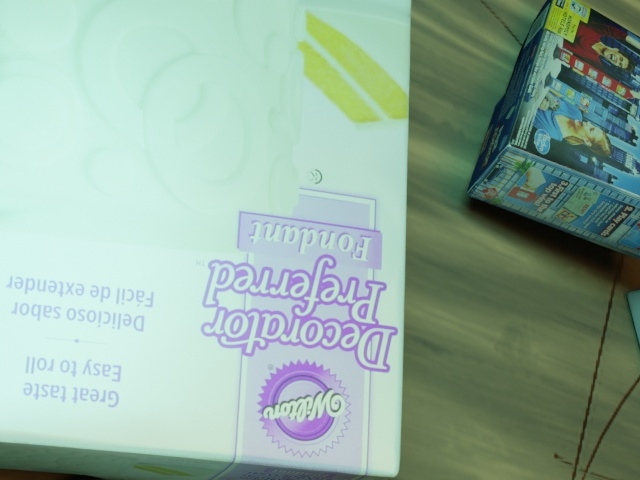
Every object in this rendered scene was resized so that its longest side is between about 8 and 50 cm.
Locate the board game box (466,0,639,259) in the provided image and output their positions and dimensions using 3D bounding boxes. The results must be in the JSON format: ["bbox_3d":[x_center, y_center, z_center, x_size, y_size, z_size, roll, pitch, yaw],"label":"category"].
[{"bbox_3d":[0.220,-0.063,1.091,0.194,0.060,0.194,30,46,-7],"label":"board game box"}]

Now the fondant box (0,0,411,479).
[{"bbox_3d":[-0.077,-0.039,0.815,0.238,0.096,0.330,7,73,-16],"label":"fondant box"}]

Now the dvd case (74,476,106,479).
[{"bbox_3d":[-0.103,0.189,0.699,0.179,0.239,0.029,-8,117,-40],"label":"dvd case"}]

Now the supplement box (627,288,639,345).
[{"bbox_3d":[0.354,0.080,1.187,0.239,0.073,0.130,-9,82,-41],"label":"supplement box"}]
